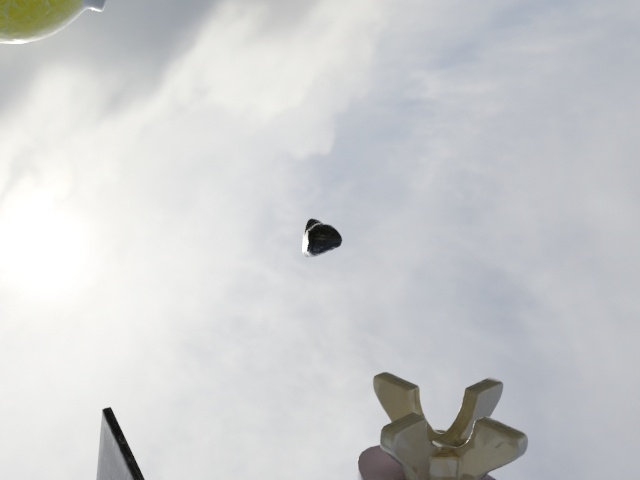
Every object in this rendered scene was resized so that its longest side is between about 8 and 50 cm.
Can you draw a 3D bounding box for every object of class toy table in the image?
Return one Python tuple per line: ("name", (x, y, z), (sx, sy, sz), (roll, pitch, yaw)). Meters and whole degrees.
("toy table", (0.174, 0.301, 1.220), (0.274, 0.161, 0.252), (14, -161, 31))

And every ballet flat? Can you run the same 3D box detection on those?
("ballet flat", (0.000, 0.000, 1.256), (0.049, 0.058, 0.173), (5, -175, -4))

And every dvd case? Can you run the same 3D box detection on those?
("dvd case", (-0.280, 0.368, 1.211), (0.018, 0.221, 0.164), (-7, -143, -31))

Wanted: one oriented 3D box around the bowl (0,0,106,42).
("bowl", (-0.356, -0.388, 1.170), (0.156, 0.289, 0.289), (16, -154, -16))
